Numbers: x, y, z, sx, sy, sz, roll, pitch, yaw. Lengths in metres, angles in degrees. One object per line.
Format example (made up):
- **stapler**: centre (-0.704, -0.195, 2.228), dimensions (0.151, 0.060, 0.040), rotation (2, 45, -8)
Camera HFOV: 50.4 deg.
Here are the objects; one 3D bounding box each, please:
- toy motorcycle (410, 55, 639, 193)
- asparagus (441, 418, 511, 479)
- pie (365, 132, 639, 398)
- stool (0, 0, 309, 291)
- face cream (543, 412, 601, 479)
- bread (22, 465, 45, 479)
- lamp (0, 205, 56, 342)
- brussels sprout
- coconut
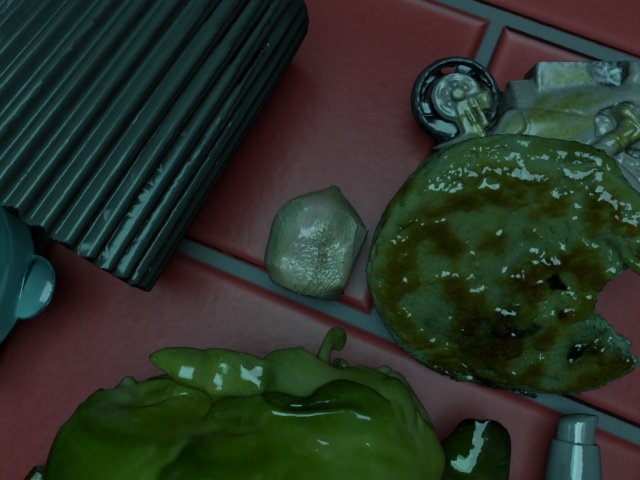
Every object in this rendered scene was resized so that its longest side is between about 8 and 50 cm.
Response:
- **toy motorcycle**: centre (0.266, -0.086, 0.734), dimensions (0.341, 0.108, 0.222), rotation (2, 88, 2)
- **asparagus**: centre (0.148, 0.346, 0.689), dimensions (0.082, 0.085, 0.342), rotation (4, 89, -21)
- **pie**: centre (0.192, 0.032, 0.690), dimensions (0.303, 0.067, 0.302), rotation (5, 113, 12)
- **stool**: centre (-0.200, -0.162, 0.689), dimensions (0.297, 0.297, 0.330), rotation (34, 81, 7)
- **face cream**: centre (0.248, 0.300, 0.681), dimensions (0.101, 0.101, 0.251), rotation (6, 81, 4)
- **bread**: centre (-0.322, 0.290, 0.747), dimensions (0.047, 0.036, 0.083), rotation (40, 88, 5)
- **lamp**: centre (-0.425, 0.020, 0.736), dimensions (0.284, 0.147, 0.209), rotation (42, 88, 4)
- **brussels sprout**: centre (-0.064, 0.260, 0.627), dimensions (0.372, 0.276, 0.314), rotation (-18, 68, -6)
- **coconut**: centre (0.000, 0.000, 0.738), dimensions (0.110, 0.110, 0.124), rotation (19, 90, 6)
